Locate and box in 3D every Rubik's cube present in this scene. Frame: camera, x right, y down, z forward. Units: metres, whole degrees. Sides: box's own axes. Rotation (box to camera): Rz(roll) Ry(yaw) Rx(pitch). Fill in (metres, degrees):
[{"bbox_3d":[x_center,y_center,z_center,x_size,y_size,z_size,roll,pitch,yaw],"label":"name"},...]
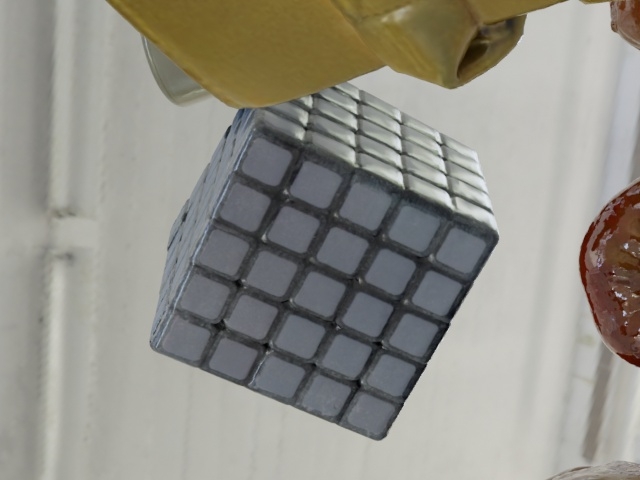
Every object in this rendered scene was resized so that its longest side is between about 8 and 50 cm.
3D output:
[{"bbox_3d":[0.000,0.000,1.187,0.237,0.238,0.237,-61,11,23],"label":"Rubik's cube"}]

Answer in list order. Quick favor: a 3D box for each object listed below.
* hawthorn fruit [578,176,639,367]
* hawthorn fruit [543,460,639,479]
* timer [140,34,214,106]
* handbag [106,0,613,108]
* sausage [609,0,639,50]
[{"bbox_3d":[0.215,0.014,0.794,0.125,0.140,0.125,-3,-60,-5],"label":"hawthorn fruit"},{"bbox_3d":[0.271,0.411,1.116,0.472,0.472,0.472,-25,-56,-44],"label":"hawthorn fruit"},{"bbox_3d":[-0.046,-0.251,1.417,0.175,0.266,0.175,-8,-90,-75],"label":"timer"},{"bbox_3d":[0.055,-0.189,0.412,0.283,0.401,0.133,50,-137,-32],"label":"handbag"},{"bbox_3d":[0.385,-0.285,1.253,0.258,0.133,0.133,-46,-41,-6],"label":"sausage"}]
